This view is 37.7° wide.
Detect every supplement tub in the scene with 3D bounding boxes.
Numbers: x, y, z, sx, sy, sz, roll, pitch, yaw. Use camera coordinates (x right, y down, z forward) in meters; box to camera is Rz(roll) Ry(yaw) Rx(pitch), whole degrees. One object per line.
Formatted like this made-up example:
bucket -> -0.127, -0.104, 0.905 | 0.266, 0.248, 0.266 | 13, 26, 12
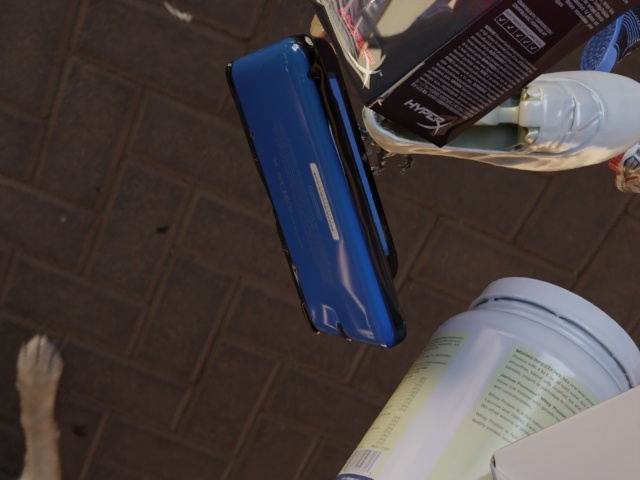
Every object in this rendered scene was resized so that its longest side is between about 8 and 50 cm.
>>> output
supplement tub -> 0.175, 0.222, 0.970 | 0.235, 0.325, 0.235 | 31, 154, 17

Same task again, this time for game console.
game console -> 0.035, -0.066, 0.945 | 0.173, 0.250, 0.293 | -23, 101, -24

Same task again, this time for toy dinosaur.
toy dinosaur -> 0.152, -0.186, 1.924 | 0.268, 0.064, 0.118 | 7, 134, -7

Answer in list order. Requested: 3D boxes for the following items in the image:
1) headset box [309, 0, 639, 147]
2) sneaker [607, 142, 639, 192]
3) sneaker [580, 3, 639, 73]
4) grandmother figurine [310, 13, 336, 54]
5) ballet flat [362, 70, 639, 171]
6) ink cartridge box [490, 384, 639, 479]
headset box -> 0.121, -0.237, 0.589 | 0.293, 0.110, 0.218 | -35, 63, 24
sneaker -> 0.559, -0.118, 1.606 | 0.092, 0.225, 0.088 | 30, 97, 27
sneaker -> 0.540, -0.360, 1.687 | 0.090, 0.232, 0.081 | 35, 149, -16
grandmother figurine -> 0.148, -0.339, 1.692 | 0.342, 0.208, 0.104 | 17, 106, -33
ballet flat -> 0.246, -0.165, 1.272 | 0.400, 0.139, 0.139 | 2, 119, 16
ink cartridge box -> 0.386, 0.204, 0.766 | 0.395, 0.151, 0.270 | 5, 151, -29
